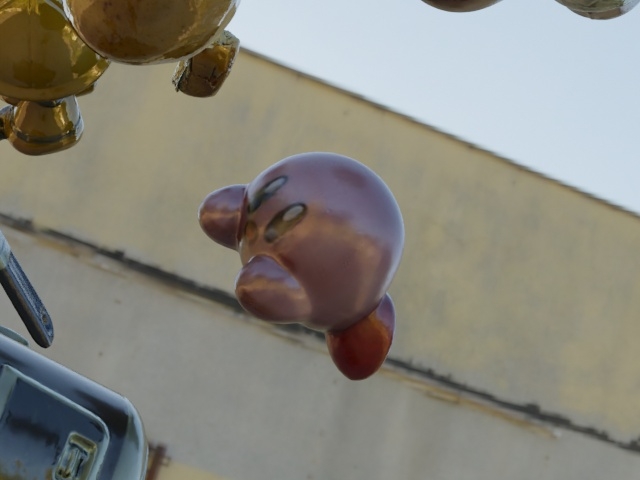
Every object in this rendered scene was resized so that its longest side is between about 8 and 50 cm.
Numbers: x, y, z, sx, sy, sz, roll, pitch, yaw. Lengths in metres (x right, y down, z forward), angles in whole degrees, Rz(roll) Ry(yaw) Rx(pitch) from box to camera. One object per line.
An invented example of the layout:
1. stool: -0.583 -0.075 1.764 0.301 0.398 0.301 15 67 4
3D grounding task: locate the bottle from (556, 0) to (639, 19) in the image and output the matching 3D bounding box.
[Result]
1. bottle: 0.233 -0.261 0.985 0.120 0.121 0.253 7 -4 21

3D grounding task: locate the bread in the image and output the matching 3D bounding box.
1. bread: -0.152 -0.239 1.564 0.072 0.053 0.106 -2 -35 -32

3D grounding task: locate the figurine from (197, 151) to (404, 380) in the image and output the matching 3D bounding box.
1. figurine: 0.008 -0.001 1.473 0.211 0.270 0.261 -40 -39 15

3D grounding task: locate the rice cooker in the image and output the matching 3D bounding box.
1. rice cooker: -0.380 0.245 1.222 0.325 0.335 0.335 31 -27 -19

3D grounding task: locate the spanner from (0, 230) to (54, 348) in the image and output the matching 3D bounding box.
1. spanner: -0.280 -0.034 0.932 0.024 0.087 0.316 -17 -52 2

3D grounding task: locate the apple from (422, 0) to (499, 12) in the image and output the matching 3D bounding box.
1. apple: 0.199 -0.408 1.484 0.233 0.234 0.234 14 -24 6

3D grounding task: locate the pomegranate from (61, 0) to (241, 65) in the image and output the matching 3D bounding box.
1. pomegranate: -0.153 -0.262 1.092 0.196 0.196 0.196 14 -24 6

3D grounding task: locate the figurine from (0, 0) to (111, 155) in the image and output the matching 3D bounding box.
1. figurine: -0.328 -0.214 1.365 0.192 0.167 0.257 -19 -42 -21
